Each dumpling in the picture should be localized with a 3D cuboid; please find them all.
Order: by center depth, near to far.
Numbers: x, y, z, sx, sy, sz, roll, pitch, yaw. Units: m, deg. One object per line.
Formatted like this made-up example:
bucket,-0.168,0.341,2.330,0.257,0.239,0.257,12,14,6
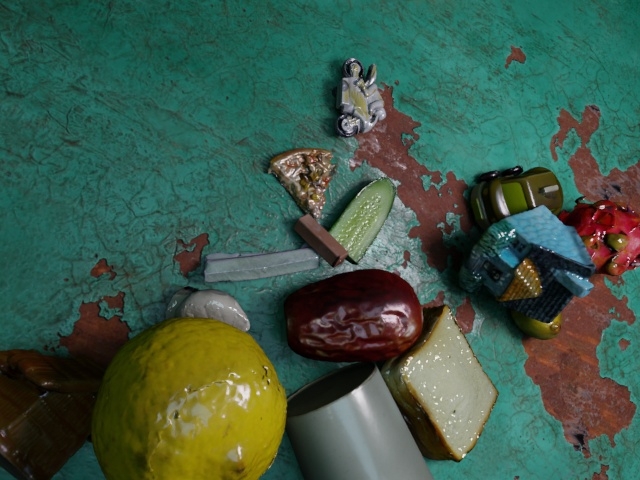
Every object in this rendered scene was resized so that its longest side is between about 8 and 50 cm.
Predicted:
dumpling,-0.257,0.179,1.004,0.176,0.092,0.150,21,98,-19

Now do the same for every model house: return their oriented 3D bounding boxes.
model house,-0.547,0.318,0.873,0.229,0.199,0.219,-44,139,-42
model house,0.522,0.098,1.122,0.226,0.261,0.241,-20,52,-23

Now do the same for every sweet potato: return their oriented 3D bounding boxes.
sweet potato,0.242,0.485,1.136,0.281,0.059,0.067,49,52,-8

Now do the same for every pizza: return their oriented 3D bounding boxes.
pizza,-0.033,-0.143,1.136,0.185,0.052,0.195,-13,88,-15

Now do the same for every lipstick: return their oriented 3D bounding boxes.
lipstick,0.000,0.000,1.099,0.145,0.045,0.045,44,40,15

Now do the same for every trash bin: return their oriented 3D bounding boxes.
trash bin,0.103,0.520,0.981,0.280,0.280,0.432,-23,87,-18

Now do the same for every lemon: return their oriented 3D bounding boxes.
lemon,-0.248,0.314,0.845,0.350,0.387,0.350,-12,111,-34

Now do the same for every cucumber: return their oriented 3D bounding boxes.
cucumber,0.117,-0.059,1.162,0.115,0.063,0.244,37,75,4

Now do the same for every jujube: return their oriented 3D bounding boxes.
jujube,0.076,0.178,1.046,0.318,0.223,0.223,-7,85,-6

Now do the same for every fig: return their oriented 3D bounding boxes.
fig,0.612,0.206,1.258,0.136,0.121,0.153,-22,67,-13

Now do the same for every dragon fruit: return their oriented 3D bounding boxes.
dragon fruit,0.833,-0.008,1.283,0.307,0.227,0.243,-31,124,11

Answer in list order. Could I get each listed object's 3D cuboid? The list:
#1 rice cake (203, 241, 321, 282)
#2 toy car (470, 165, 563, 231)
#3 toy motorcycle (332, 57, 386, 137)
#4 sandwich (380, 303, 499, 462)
rice cake,-0.140,0.052,1.084,0.290,0.051,0.081,-8,51,-19
toy car,0.574,-0.120,1.240,0.248,0.198,0.204,-13,86,-19
toy motorcycle,0.111,-0.374,1.197,0.151,0.074,0.228,11,79,-18
sandwich,0.299,0.357,1.106,0.271,0.099,0.301,-38,100,-34
